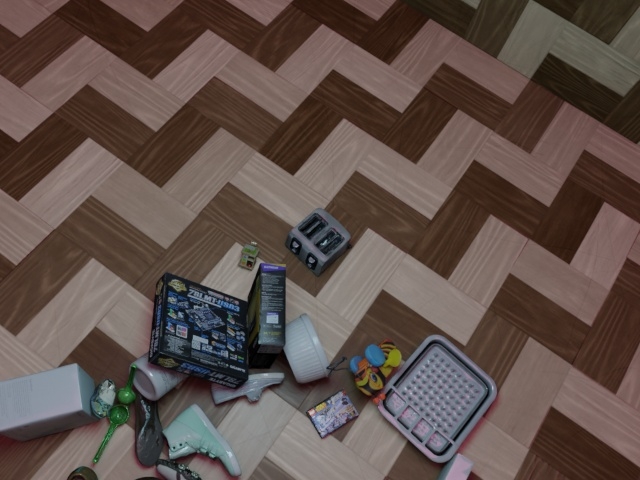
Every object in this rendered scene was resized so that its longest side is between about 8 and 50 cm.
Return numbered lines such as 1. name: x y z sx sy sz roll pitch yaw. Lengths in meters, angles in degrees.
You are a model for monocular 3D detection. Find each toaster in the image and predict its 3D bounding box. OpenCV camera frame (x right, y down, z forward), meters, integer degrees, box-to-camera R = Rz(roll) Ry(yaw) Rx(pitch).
1. toaster: 0.000 0.000 2.092 0.168 0.110 0.186 44 68 11

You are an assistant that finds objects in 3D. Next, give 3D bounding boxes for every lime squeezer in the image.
1. lime squeezer: -0.586 0.481 1.782 0.059 0.110 0.310 25 96 14

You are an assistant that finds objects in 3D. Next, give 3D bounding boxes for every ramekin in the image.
1. ramekin: -0.053 0.338 1.887 0.109 0.207 0.207 -22 70 -7

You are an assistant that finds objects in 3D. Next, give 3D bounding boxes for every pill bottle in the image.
1. pill bottle: -0.441 0.360 1.834 0.131 0.131 0.229 43 45 12

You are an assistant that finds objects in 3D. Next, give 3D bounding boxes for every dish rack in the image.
1. dish rack: 0.363 0.496 1.940 0.285 0.072 0.333 41 68 12

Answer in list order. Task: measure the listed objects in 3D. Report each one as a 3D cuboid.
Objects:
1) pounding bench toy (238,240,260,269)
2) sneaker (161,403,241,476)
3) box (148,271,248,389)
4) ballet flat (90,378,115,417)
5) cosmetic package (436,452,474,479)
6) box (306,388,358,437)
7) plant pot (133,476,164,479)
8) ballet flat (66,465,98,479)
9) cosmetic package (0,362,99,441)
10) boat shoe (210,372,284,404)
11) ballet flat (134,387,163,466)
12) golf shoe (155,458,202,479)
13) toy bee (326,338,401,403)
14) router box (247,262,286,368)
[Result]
1. pounding bench toy: -0.237 0.050 2.068 0.052 0.065 0.083 20 34 2
2. sneaker: -0.349 0.615 1.777 0.151 0.094 0.256 -35 65 -26
3. box: -0.352 0.266 1.826 0.296 0.073 0.293 25 36 -31
4. ballet flat: -0.620 0.446 1.770 0.070 0.188 0.070 -3 100 -20
5. cosmetic package: 0.362 0.749 1.812 0.060 0.099 0.239 33 66 6
6. box: 0.036 0.534 1.903 0.137 0.027 0.094 -27 74 -18
7. plant pot: -0.494 0.750 1.590 0.216 0.230 0.215 -1 82 9
8. ballet flat: -0.643 0.783 1.648 0.116 0.124 0.342 -4 67 -9
9. cosmetic package: -0.762 0.458 1.722 0.225 0.224 0.138 -14 68 -13
10. boat shoe: -0.219 0.456 1.884 0.228 0.079 0.081 -9 77 -6
11. ballet flat: -0.516 0.537 1.819 0.084 0.058 0.249 2 69 -35
12. golf shoe: -0.366 0.717 1.729 0.273 0.105 0.120 32 73 7
13. toy bee: 0.154 0.414 1.879 0.298 0.195 0.162 -21 71 -32
14. router box: -0.167 0.235 1.854 0.081 0.309 0.242 4 65 -12
